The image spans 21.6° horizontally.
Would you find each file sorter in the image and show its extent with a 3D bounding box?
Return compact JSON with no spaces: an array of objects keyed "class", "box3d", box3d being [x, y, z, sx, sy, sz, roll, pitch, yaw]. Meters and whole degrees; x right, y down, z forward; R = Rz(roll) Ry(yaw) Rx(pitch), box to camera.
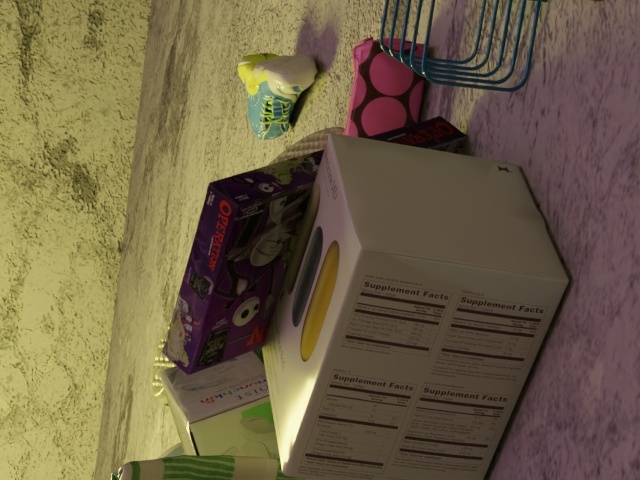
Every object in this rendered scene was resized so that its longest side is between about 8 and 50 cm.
[{"class":"file sorter","box3d":[0.136,-0.218,1.686,0.170,0.118,0.104,-129,46,-69]}]

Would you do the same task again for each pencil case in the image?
[{"class":"pencil case","box3d":[0.063,-0.131,1.936,0.095,0.098,0.209,-171,90,-75]}]

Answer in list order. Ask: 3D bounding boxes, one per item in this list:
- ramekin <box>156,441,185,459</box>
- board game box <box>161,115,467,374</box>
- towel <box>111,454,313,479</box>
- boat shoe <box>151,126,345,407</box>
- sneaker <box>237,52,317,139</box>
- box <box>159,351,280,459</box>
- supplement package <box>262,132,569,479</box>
[{"class":"ramekin","box3d":[-0.133,0.365,2.199,0.109,0.207,0.207,-168,87,-66]},{"class":"board game box","box3d":[0.000,0.000,1.715,0.056,0.347,0.208,41,129,27]},{"class":"towel","box3d":[-0.079,0.340,1.770,0.038,0.325,0.247,-130,50,-61]},{"class":"boat shoe","box3d":[-0.054,0.052,2.179,0.500,0.156,0.186,-56,23,34]},{"class":"sneaker","box3d":[-0.056,-0.208,2.471,0.240,0.091,0.126,-144,45,-72]},{"class":"box","box3d":[-0.087,0.285,2.014,0.231,0.127,0.262,-147,39,-73]},{"class":"supplement package","box3d":[0.078,0.071,1.583,0.199,0.198,0.262,-103,27,-55]}]
